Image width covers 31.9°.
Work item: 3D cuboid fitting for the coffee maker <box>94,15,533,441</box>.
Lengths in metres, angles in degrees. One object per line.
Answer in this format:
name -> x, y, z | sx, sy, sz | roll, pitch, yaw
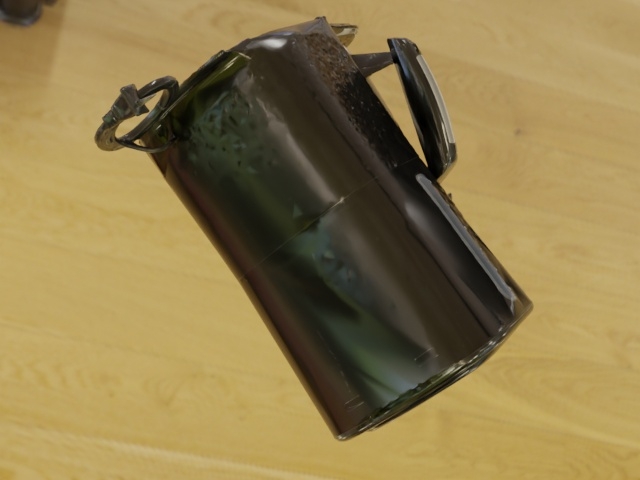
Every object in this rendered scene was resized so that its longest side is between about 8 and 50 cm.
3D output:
coffee maker -> 0.000, 0.000, 0.532 | 0.171, 0.120, 0.178 | -30, 83, -39
